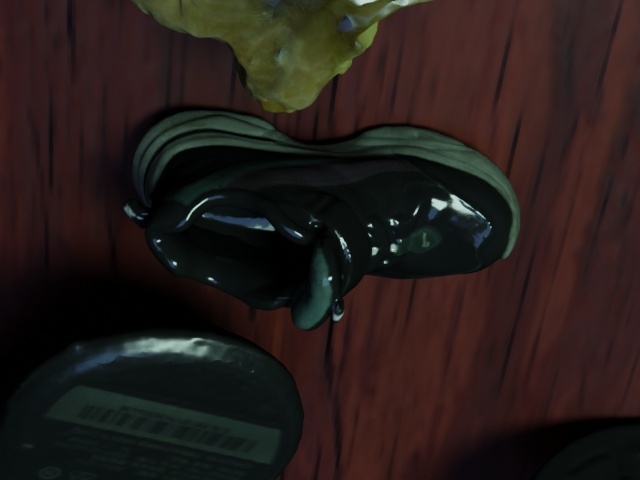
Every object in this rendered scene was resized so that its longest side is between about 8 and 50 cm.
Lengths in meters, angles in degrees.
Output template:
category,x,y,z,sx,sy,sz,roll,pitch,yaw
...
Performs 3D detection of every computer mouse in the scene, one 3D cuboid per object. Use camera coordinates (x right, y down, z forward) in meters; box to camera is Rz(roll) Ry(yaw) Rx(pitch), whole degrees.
category,x,y,z,sx,sy,sz,roll,pitch,yaw
computer mouse,-0.112,0.101,0.672,0.147,0.088,0.264,23,126,-32

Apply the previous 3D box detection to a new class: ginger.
category,x,y,z,sx,sy,sz,roll,pitch,yaw
ginger,0.001,-0.185,0.466,0.131,0.086,0.294,11,118,8

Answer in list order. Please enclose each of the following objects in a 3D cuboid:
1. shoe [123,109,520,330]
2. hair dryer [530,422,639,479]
category,x,y,z,sx,sy,sz,roll,pitch,yaw
shoe,0.000,0.000,0.581,0.169,0.099,0.071,8,123,-2
hair dryer,0.066,0.237,0.720,0.284,0.156,0.320,7,135,-13
